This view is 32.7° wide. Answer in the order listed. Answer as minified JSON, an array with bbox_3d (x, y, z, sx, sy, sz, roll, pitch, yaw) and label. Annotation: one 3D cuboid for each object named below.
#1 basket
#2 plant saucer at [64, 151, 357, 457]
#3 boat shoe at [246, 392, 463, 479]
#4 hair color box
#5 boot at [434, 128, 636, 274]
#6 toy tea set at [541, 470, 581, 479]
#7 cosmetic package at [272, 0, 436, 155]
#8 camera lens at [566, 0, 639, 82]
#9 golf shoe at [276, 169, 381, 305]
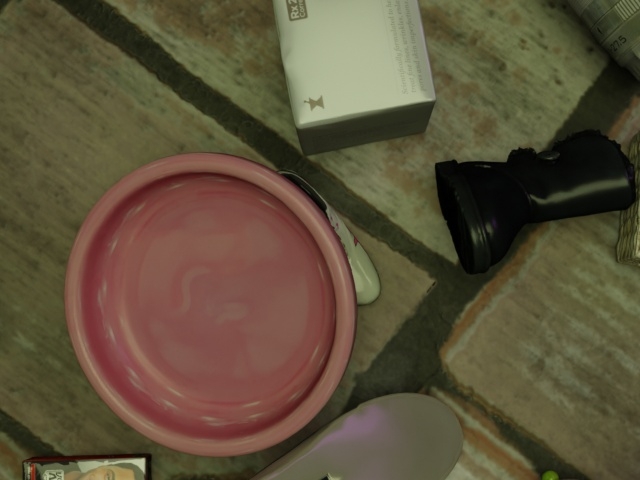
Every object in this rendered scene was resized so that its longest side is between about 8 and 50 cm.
[{"bbox_3d":[0.399,-0.044,1.222,0.103,0.113,0.167,7,86,4],"label":"basket"},{"bbox_3d":[-0.116,0.068,1.203,0.332,0.084,0.332,2,99,15],"label":"plant saucer"},{"bbox_3d":[-0.009,0.278,1.211,0.340,0.158,0.127,-21,80,-29],"label":"boat shoe"},{"bbox_3d":[-0.265,0.281,1.243,0.141,0.043,0.072,-3,84,0],"label":"hair color box"},{"bbox_3d":[0.237,-0.049,1.167,0.207,0.246,0.094,-10,107,3],"label":"boot"},{"bbox_3d":[0.365,0.260,1.174,0.336,0.200,0.124,-16,62,-13],"label":"toy tea set"},{"bbox_3d":[0.036,-0.193,1.205,0.151,0.184,0.151,-11,86,0],"label":"cosmetic package"},{"bbox_3d":[0.354,-0.337,1.192,0.219,0.219,0.274,-36,86,-2],"label":"camera lens"},{"bbox_3d":[0.000,0.000,1.240,0.067,0.086,0.186,-41,87,-5],"label":"golf shoe"}]
